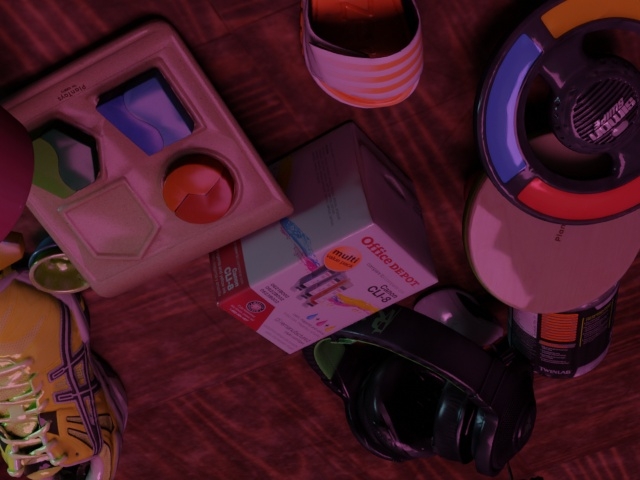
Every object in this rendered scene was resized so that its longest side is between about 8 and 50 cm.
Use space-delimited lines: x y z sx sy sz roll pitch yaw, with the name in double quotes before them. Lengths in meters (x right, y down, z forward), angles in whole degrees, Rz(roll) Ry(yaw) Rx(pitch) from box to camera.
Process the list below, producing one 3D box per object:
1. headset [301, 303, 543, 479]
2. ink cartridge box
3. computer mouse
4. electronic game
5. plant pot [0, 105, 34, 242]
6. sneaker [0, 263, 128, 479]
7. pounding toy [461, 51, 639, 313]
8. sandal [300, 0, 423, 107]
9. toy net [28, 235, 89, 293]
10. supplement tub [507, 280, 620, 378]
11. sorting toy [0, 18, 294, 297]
"headset" 0.131 0.211 1.424 0.243 0.185 0.394 -1 145 49
"ink cartridge box" 0.000 0.000 1.220 0.176 0.127 0.128 -28 140 21
"computer mouse" 0.174 0.114 1.487 0.106 0.042 0.193 -29 140 24
"electronic game" 0.243 -0.119 1.127 0.229 0.048 0.229 -6 117 -13
"plant pot" -0.330 -0.069 0.991 0.201 0.201 0.180 -31 145 25
"sneaker" -0.293 0.159 1.342 0.145 0.147 0.385 -16 142 9
"pounding toy" 0.228 -0.052 1.243 0.183 0.110 0.237 41 95 -24
"sandal" 0.030 -0.180 1.031 0.101 0.076 0.265 -12 144 2
"toy net" -0.169 -0.012 1.230 0.232 0.045 0.122 -32 138 25
"supplement tub" 0.258 0.054 1.367 0.117 0.117 0.190 -10 143 -1
"sorting toy" -0.207 -0.040 1.138 0.307 0.041 0.229 -25 122 18
